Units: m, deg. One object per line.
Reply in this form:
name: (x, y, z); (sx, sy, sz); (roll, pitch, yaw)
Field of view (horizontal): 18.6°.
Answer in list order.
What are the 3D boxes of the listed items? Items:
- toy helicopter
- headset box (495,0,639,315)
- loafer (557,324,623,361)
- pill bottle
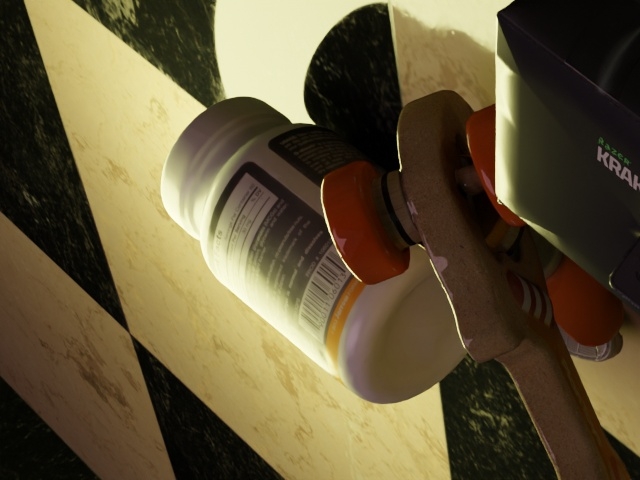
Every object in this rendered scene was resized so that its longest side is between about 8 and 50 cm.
toy helicopter: (0.145, 0.059, 1.391); (0.355, 0.140, 0.235); (65, -163, -6)
headset box: (0.245, -0.054, 0.846); (0.246, 0.283, 0.131); (41, 155, 30)
loafer: (0.189, 0.056, 1.494); (0.125, 0.039, 0.045); (27, 112, 45)
pill bottle: (0.000, 0.000, 1.628); (0.278, 0.162, 0.162); (39, 154, 36)
